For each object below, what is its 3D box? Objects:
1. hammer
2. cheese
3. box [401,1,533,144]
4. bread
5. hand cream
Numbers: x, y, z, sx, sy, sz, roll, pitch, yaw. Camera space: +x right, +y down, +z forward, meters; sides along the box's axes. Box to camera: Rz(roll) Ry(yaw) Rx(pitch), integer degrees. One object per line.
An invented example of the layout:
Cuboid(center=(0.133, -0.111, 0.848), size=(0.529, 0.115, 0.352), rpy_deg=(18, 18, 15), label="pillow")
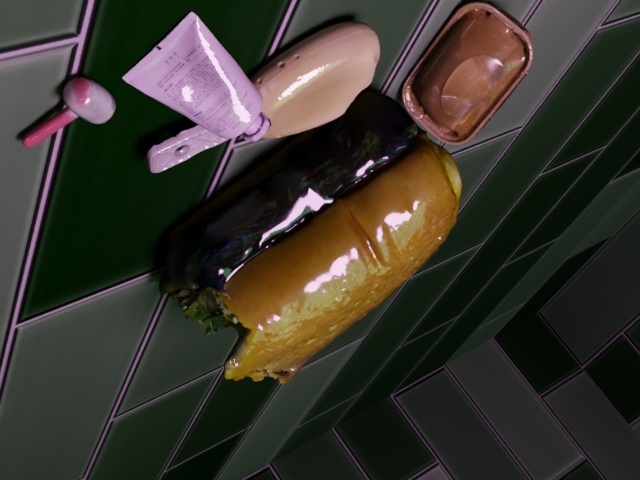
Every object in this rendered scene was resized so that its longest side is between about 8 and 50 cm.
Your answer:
Cuboid(center=(-0.212, -0.101, 0.848), size=(0.083, 0.031, 0.052), rpy_deg=(-33, 158, 7), label="hammer")
Cuboid(center=(-0.058, -0.131, 1.017), size=(0.255, 0.050, 0.127), rpy_deg=(-29, 161, -18), label="cheese")
Cuboid(center=(0.172, -0.196, 1.192), size=(0.111, 0.111, 0.177), rpy_deg=(-18, 153, -44), label="box")
Cuboid(center=(0.000, 0.000, 1.216), size=(0.376, 0.208, 0.251), rpy_deg=(-40, 166, -2), label="bread")
Cuboid(center=(-0.099, -0.136, 0.914), size=(0.084, 0.053, 0.142), rpy_deg=(-42, 133, 12), label="hand cream")
